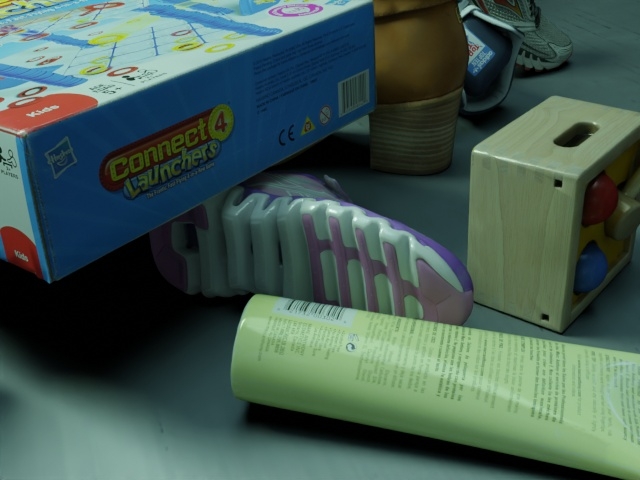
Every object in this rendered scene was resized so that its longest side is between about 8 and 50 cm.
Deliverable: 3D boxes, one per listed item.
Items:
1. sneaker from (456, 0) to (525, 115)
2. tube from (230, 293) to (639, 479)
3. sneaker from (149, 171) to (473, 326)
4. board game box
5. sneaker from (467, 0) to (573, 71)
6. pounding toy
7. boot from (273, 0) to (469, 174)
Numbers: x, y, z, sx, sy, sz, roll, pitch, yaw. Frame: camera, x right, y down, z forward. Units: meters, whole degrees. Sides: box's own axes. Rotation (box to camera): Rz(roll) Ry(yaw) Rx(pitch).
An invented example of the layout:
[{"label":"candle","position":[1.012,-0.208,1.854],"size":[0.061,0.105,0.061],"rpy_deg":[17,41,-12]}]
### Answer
[{"label":"sneaker","position":[0.087,-0.219,0.800],"size":[0.099,0.282,0.153],"rpy_deg":[-50,47,1]},{"label":"tube","position":[0.073,0.078,0.467],"size":[0.240,0.070,0.062],"rpy_deg":[8,-11,10]},{"label":"sneaker","position":[0.000,0.000,0.576],"size":[0.236,0.095,0.104],"rpy_deg":[16,28,32]},{"label":"board game box","position":[-0.168,-0.112,0.614],"size":[0.302,0.086,0.308],"rpy_deg":[17,34,32]},{"label":"sneaker","position":[0.195,-0.263,0.915],"size":[0.225,0.092,0.088],"rpy_deg":[33,35,-27]},{"label":"pounding toy","position":[0.176,-0.032,0.564],"size":[0.100,0.130,0.141],"rpy_deg":[21,38,35]},{"label":"boot","position":[-0.015,-0.174,0.740],"size":[0.283,0.220,0.109],"rpy_deg":[9,33,22]}]
